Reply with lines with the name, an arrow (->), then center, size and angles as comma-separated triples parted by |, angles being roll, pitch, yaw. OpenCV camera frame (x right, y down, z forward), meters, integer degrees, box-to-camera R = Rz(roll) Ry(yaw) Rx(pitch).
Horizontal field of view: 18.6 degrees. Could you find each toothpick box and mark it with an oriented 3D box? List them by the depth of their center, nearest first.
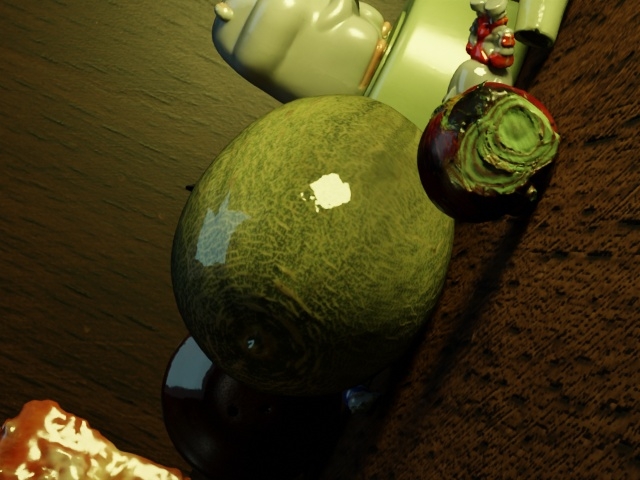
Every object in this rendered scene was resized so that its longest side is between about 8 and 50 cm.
toothpick box -> -0.074, 0.175, 2.140 | 0.192, 0.192, 0.294 | -64, -2, -6

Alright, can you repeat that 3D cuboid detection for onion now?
onion -> 0.134, -0.068, 1.571 | 0.117, 0.118, 0.118 | -31, -2, -11

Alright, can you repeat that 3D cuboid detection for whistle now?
whistle -> 0.039, 0.152, 1.900 | 0.033, 0.029, 0.083 | -27, 8, -4

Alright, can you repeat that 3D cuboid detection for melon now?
melon -> 0.000, 0.000, 1.807 | 0.329, 0.248, 0.248 | -58, -1, -44

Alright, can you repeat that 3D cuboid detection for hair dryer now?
hair dryer -> 0.226, -0.266, 1.939 | 0.225, 0.088, 0.219 | 99, -172, -55

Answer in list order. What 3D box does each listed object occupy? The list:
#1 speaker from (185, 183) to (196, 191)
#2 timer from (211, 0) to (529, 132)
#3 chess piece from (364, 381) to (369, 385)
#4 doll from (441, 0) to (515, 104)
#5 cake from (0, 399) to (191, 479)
speaker -> -0.044, -0.017, 2.350 | 0.388, 0.180, 0.184 | -63, -42, -81
timer -> 0.032, -0.190, 2.109 | 0.291, 0.315, 0.291 | -62, 4, 8
chess piece -> 0.011, 0.105, 2.002 | 0.067, 0.103, 0.067 | -63, 5, 9
doll -> 0.155, -0.151, 1.891 | 0.094, 0.079, 0.180 | 34, 119, 56
cake -> -0.214, 0.348, 1.777 | 0.269, 0.319, 0.270 | -66, 7, -31
